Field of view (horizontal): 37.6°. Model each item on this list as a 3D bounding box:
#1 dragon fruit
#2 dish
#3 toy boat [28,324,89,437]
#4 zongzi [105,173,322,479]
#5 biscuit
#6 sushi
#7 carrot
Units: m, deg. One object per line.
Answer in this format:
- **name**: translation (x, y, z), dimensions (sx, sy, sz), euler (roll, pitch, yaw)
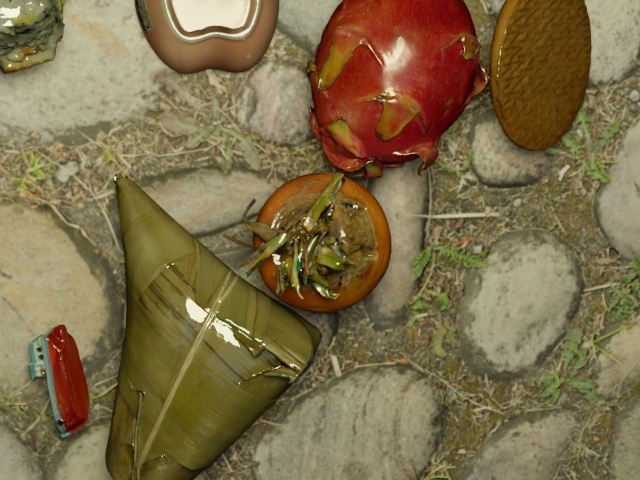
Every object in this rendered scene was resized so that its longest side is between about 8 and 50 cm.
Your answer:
- **dragon fruit**: translation (0.107, -0.241, 1.295), dimensions (0.250, 0.250, 0.315), euler (36, 75, -16)
- **dish**: translation (-0.152, -0.327, 1.291), dimensions (0.213, 0.090, 0.214), euler (-2, 103, -10)
- **toy boat**: translation (-0.385, 0.209, 1.382), dimensions (0.058, 0.069, 0.173), euler (-8, 103, 12)
- **zongzi**: translation (-0.269, 0.189, 1.361), dimensions (0.418, 0.181, 0.447), euler (43, 95, -1)
- **biscuit**: translation (0.318, -0.258, 1.362), dimensions (0.262, 0.037, 0.262), euler (-16, 112, -44)
- **sushi**: translation (-0.409, -0.353, 1.188), dimensions (0.139, 0.184, 0.274), euler (-19, 104, -7)
- **carrot**: translation (0.000, 0.000, 1.309), dimensions (0.193, 0.331, 0.214), euler (-41, 89, 3)
